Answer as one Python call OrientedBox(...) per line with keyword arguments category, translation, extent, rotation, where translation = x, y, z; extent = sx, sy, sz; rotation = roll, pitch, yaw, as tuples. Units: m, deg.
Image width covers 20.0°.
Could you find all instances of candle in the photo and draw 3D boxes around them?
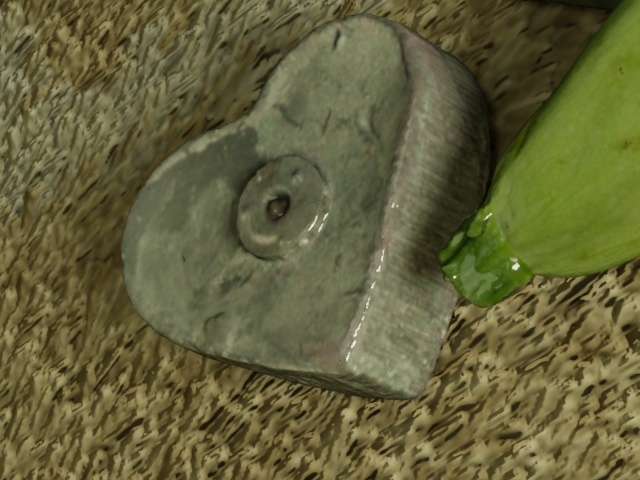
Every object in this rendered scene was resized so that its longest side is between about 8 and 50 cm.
OrientedBox(category="candle", translation=(0.000, 0.000, 0.827), extent=(0.192, 0.068, 0.168), rotation=(-41, 52, 21))

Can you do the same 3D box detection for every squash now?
OrientedBox(category="squash", translation=(0.196, -0.095, 0.687), extent=(0.370, 0.118, 0.118), rotation=(-44, 50, 20))

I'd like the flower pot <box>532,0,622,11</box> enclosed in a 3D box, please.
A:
OrientedBox(category="flower pot", translation=(0.113, -0.224, 0.755), extent=(0.239, 0.189, 0.209), rotation=(19, 83, 42))
